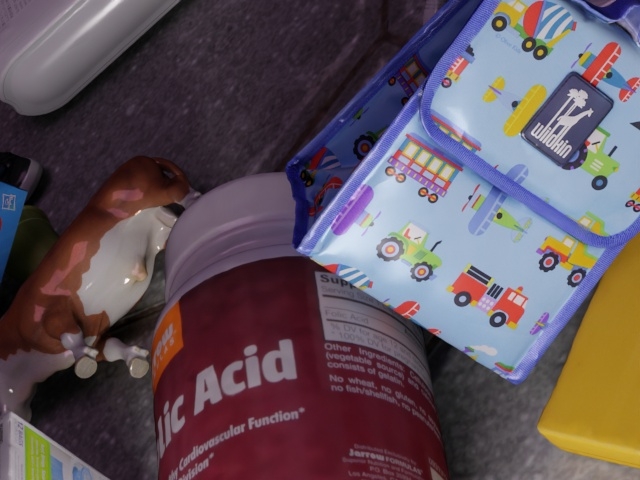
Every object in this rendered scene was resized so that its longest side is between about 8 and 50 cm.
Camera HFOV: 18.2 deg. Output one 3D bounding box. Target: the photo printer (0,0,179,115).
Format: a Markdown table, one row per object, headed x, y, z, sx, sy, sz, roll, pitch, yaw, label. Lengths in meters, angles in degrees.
| x | y | z | sx | sy | sz | roll | pitch | yaw | label |
| --- | --- | --- | --- | --- | --- | --- | --- | --- | --- |
| -0.278 | -0.297 | 2.286 | 0.307 | 0.107 | 0.256 | -41 | 38 | 13 | photo printer |

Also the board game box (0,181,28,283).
| x | y | z | sx | sy | sz | roll | pitch | yaw | label |
| --- | --- | --- | --- | --- | --- | --- | --- | --- | --- |
| -0.456 | 0.073 | 2.095 | 0.308 | 0.086 | 0.302 | 6 | 79 | 52 | board game box |

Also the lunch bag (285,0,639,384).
| x | y | z | sx | sy | sz | roll | pitch | yaw | label |
| --- | --- | --- | --- | --- | --- | --- | --- | --- | --- |
| 0.149 | -0.073 | 1.518 | 0.293 | 0.221 | 0.138 | -50 | 22 | 22 | lunch bag |

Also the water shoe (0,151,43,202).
| x | y | z | sx | sy | sz | roll | pitch | yaw | label |
| --- | --- | --- | --- | --- | --- | --- | --- | --- | --- |
| -0.396 | -0.073 | 2.239 | 0.203 | 0.080 | 0.073 | -1 | 59 | 44 | water shoe |

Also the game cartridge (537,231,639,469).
| x | y | z | sx | sy | sz | roll | pitch | yaw | label |
| --- | --- | --- | --- | --- | --- | --- | --- | --- | --- |
| 0.334 | 0.029 | 1.461 | 0.285 | 0.053 | 0.323 | 9 | 69 | 48 | game cartridge |

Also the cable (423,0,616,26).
| x | y | z | sx | sy | sz | roll | pitch | yaw | label |
| --- | --- | --- | --- | --- | --- | --- | --- | --- | --- |
| 0.210 | -0.264 | 1.614 | 0.257 | 0.089 | 0.257 | -1 | 89 | 15 | cable |

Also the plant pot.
| x | y | z | sx | sy | sz | roll | pitch | yaw | label |
| --- | --- | --- | --- | --- | --- | --- | --- | --- | --- |
| -0.293 | 0.017 | 2.073 | 0.079 | 0.083 | 0.083 | 32 | 84 | 41 | plant pot |

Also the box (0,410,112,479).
| x | y | z | sx | sy | sz | roll | pitch | yaw | label |
| --- | --- | --- | --- | --- | --- | --- | --- | --- | --- |
| -0.232 | 0.255 | 1.703 | 0.103 | 0.203 | 0.114 | -32 | 39 | 21 | box |

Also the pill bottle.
| x | y | z | sx | sy | sz | roll | pitch | yaw | label |
| --- | --- | --- | --- | --- | --- | --- | --- | --- | --- |
| -0.019 | 0.145 | 1.565 | 0.224 | 0.224 | 0.392 | -32 | 41 | 22 | pill bottle |

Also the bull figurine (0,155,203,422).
| x | y | z | sx | sy | sz | roll | pitch | yaw | label |
| --- | --- | --- | --- | --- | --- | --- | --- | --- | --- |
| -0.220 | 0.054 | 1.945 | 0.188 | 0.101 | 0.310 | 24 | 80 | 47 | bull figurine |

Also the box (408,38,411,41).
| x | y | z | sx | sy | sz | roll | pitch | yaw | label |
| --- | --- | --- | --- | --- | --- | --- | --- | --- | --- |
| 0.093 | -0.126 | 1.841 | 0.081 | 0.028 | 0.136 | 3 | 60 | 46 | box |
